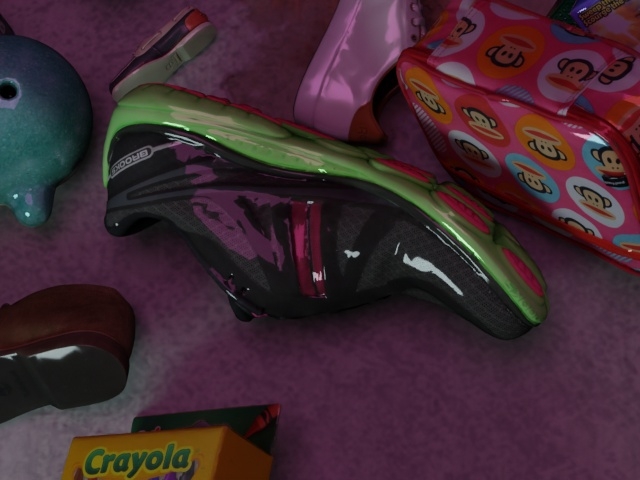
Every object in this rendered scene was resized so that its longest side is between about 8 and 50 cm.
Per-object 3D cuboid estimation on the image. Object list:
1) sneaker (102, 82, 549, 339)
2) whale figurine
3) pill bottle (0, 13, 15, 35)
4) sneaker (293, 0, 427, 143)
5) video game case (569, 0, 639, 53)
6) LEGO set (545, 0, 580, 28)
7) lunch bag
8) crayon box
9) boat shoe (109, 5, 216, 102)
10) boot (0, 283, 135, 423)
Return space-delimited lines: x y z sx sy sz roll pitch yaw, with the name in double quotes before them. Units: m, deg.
"sneaker" 0.000 0.000 1.675 0.483 0.185 0.202 22 97 18
"whale figurine" -0.360 -0.100 1.745 0.272 0.141 0.216 -42 85 -19
"pill bottle" -0.386 -0.234 1.826 0.078 0.137 0.078 -3 70 10
"sneaker" 0.081 -0.233 1.764 0.123 0.106 0.290 21 87 14
"video game case" 0.404 -0.188 1.511 0.269 0.061 0.244 -32 104 32
"LEGO set" 0.372 -0.252 1.644 0.255 0.331 0.192 32 35 4
"lunch bag" 0.226 -0.090 1.603 0.293 0.258 0.120 28 69 40
"crayon box" -0.163 0.289 1.564 0.202 0.081 0.318 -10 55 36
"boat shoe" -0.176 -0.201 1.824 0.137 0.049 0.043 -39 65 -7
"boot" -0.332 0.115 1.730 0.305 0.112 0.115 -7 39 13
